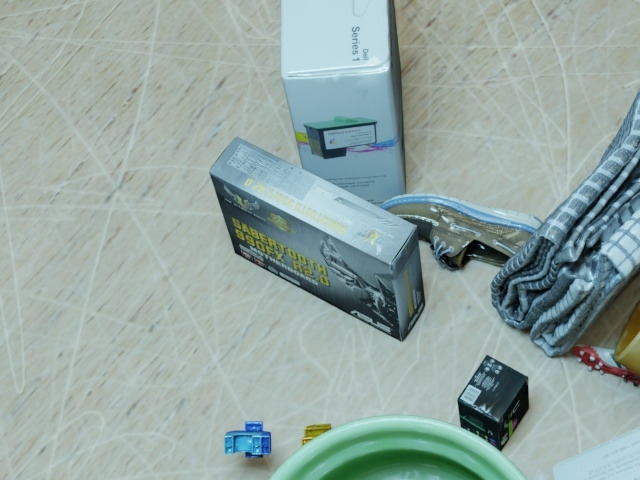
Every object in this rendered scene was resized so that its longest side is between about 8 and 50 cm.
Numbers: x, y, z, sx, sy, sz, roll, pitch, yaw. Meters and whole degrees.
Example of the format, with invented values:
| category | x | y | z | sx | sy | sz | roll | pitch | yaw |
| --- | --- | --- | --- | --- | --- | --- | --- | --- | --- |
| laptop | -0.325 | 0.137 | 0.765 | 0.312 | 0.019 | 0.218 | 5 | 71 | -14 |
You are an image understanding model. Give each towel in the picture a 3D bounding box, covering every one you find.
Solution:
| category | x | y | z | sx | sy | sz | roll | pitch | yaw |
| --- | --- | --- | --- | --- | --- | --- | --- | --- | --- |
| towel | 0.295 | -0.023 | 1.679 | 0.121 | 0.284 | 0.235 | 42 | 72 | 10 |

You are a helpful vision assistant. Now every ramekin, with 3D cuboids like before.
| category | x | y | z | sx | sy | sz | roll | pitch | yaw |
| --- | --- | --- | --- | --- | --- | --- | --- | --- | --- |
| ramekin | 0.081 | 0.322 | 1.559 | 0.303 | 0.148 | 0.303 | -2 | 79 | 9 |

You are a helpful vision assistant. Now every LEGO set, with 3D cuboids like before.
| category | x | y | z | sx | sy | sz | roll | pitch | yaw |
| --- | --- | --- | --- | --- | --- | --- | --- | --- | --- |
| LEGO set | -0.022 | 0.230 | 1.708 | 0.227 | 0.093 | 0.087 | 0 | 92 | 2 |

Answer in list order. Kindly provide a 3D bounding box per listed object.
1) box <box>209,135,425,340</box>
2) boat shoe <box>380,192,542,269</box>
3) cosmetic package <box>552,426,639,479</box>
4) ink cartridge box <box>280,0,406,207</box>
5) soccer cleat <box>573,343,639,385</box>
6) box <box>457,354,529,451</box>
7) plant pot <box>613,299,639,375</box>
| category | x | y | z | sx | sy | sz | roll | pitch | yaw |
| --- | --- | --- | --- | --- | --- | --- | --- | --- | --- |
| box | 0.000 | 0.000 | 1.767 | 0.231 | 0.183 | 0.056 | 27 | 68 | 19 |
| boat shoe | 0.152 | -0.006 | 1.816 | 0.183 | 0.066 | 0.066 | 7 | 64 | 11 |
| cosmetic package | 0.338 | 0.369 | 1.473 | 0.155 | 0.197 | 0.365 | -31 | 46 | 34 |
| ink cartridge box | 0.028 | -0.188 | 1.811 | 0.117 | 0.278 | 0.201 | -3 | 61 | 5 |
| soccer cleat | 0.311 | 0.126 | 1.747 | 0.083 | 0.029 | 0.036 | 21 | 57 | 14 |
| box | 0.180 | 0.170 | 1.706 | 0.052 | 0.083 | 0.062 | 28 | 69 | 22 |
| plant pot | 0.432 | 0.085 | 1.670 | 0.188 | 0.205 | 0.205 | 32 | 69 | 5 |
